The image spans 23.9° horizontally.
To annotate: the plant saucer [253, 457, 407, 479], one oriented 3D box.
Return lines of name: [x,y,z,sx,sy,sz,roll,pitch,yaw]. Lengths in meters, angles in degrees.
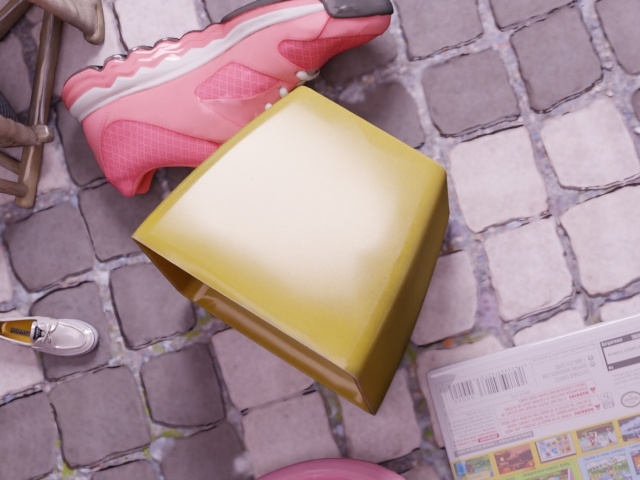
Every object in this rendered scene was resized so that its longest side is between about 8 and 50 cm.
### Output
plant saucer: [-0.021,0.337,1.224,0.332,0.084,0.332,-25,39,22]

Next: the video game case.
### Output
video game case: [0.224,0.181,1.283,0.227,0.026,0.206,-17,83,10]

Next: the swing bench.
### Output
swing bench: [-0.313,-0.183,1.314,0.165,0.253,0.255,27,93,13]

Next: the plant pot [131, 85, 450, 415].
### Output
plant pot: [0.000,0.000,1.264,0.212,0.212,0.187,32,81,13]

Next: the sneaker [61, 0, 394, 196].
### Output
sneaker: [-0.070,-0.129,1.343,0.313,0.116,0.136,-18,93,18]

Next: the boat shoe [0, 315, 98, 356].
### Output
boat shoe: [-0.255,0.086,1.393,0.100,0.035,0.035,9,88,14]
